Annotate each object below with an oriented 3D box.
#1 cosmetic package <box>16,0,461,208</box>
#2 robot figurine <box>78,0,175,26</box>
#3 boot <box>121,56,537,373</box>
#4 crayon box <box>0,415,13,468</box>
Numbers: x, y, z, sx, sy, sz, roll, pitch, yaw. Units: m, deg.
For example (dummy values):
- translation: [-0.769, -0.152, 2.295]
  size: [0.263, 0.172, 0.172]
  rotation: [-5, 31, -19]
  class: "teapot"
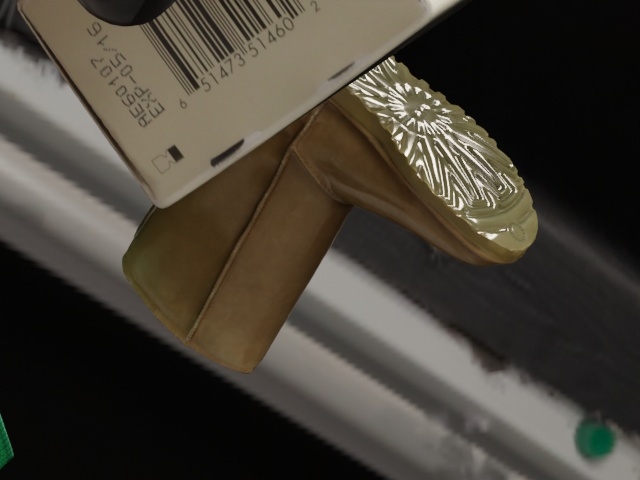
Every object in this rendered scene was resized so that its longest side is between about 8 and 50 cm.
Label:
- translation: [0.014, -0.139, 0.840]
  size: [0.160, 0.309, 0.113]
  rotation: [-33, -85, 28]
  class: "cosmetic package"
- translation: [-0.069, -0.204, 0.559]
  size: [0.173, 0.278, 0.209]
  rotation: [-12, -34, 16]
  class: "robot figurine"
- translation: [0.000, 0.000, 1.228]
  size: [0.236, 0.089, 0.269]
  rotation: [49, -50, 17]
  class: "boot"
- translation: [-0.379, 0.121, 1.290]
  size: [0.278, 0.165, 0.081]
  rotation: [30, -33, 27]
  class: "crayon box"
